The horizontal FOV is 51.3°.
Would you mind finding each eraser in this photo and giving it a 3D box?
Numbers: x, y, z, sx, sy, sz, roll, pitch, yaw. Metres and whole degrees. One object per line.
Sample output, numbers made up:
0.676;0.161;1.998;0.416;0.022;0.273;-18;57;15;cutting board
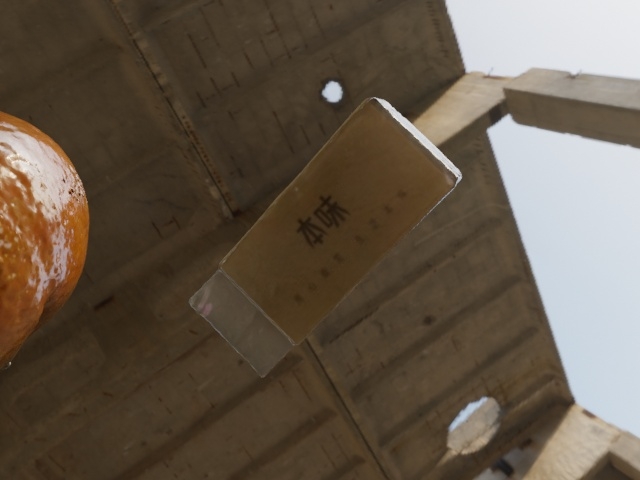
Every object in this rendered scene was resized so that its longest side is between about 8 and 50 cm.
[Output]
0.000;0.000;0.800;0.144;0.078;0.343;44;-73;4;eraser

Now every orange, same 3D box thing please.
-0.252;0.014;0.425;0.224;0.224;0.170;-33;-74;-17;orange
